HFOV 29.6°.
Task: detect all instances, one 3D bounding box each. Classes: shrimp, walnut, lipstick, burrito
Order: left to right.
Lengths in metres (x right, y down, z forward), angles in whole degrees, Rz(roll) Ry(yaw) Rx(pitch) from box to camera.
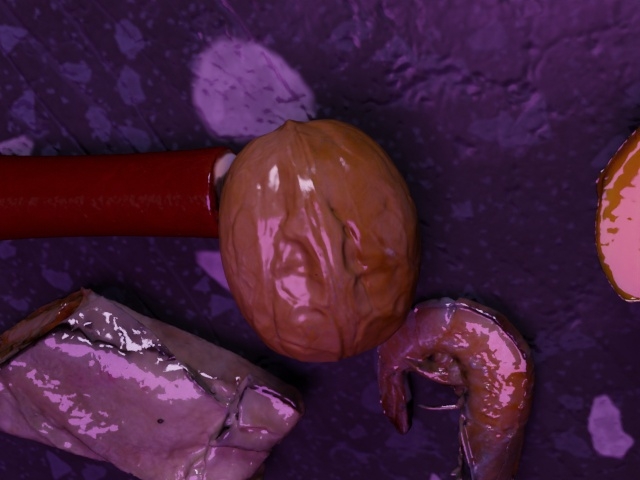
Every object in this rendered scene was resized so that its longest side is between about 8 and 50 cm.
[{"bbox_3d":[-0.183,-0.039,1.037,0.241,0.080,0.080,-1,119,19],"label":"lipstick"},{"bbox_3d":[-0.188,0.137,1.130,0.348,0.107,0.175,19,108,4],"label":"burrito"},{"bbox_3d":[0.000,0.000,0.959,0.159,0.159,0.206,-4,118,20],"label":"walnut"},{"bbox_3d":[0.119,0.159,1.078,0.143,0.052,0.251,10,115,24],"label":"shrimp"}]

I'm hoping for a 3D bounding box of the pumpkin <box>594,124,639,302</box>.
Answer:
[{"bbox_3d":[0.342,-0.035,0.867,0.278,0.111,0.163,6,105,16],"label":"pumpkin"}]
